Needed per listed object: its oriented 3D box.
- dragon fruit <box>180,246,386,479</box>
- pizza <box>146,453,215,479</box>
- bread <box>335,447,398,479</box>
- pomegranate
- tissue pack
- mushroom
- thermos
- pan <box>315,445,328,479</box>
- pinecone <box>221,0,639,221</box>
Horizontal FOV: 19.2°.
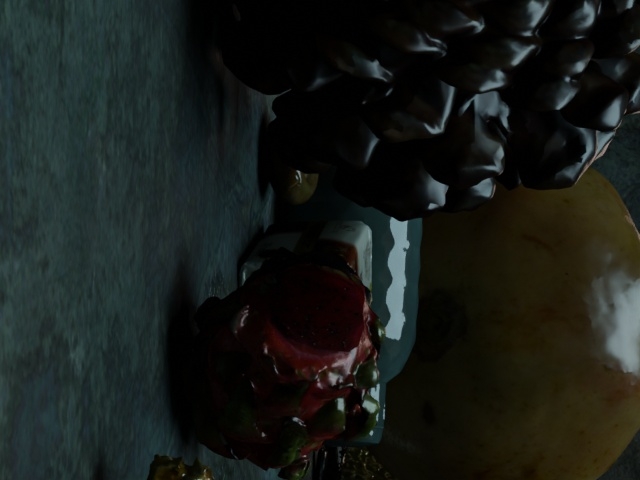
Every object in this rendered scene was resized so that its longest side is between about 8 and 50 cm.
[{"bbox_3d":[-0.028,0.102,1.483,0.160,0.166,0.172,55,-39,16],"label":"dragon fruit"},{"bbox_3d":[-0.101,0.251,1.227,0.335,0.086,0.226,11,75,-84],"label":"pizza"},{"bbox_3d":[0.079,0.301,2.292,0.260,0.134,0.129,-76,175,-70],"label":"bread"},{"bbox_3d":[0.204,0.105,2.131,0.411,0.411,0.411,1,90,-82],"label":"pomegranate"},{"bbox_3d":[-0.012,0.042,1.762,0.149,0.106,0.099,-65,155,-73],"label":"tissue pack"},{"bbox_3d":[-0.012,-0.099,1.827,0.129,0.073,0.088,-55,153,-1],"label":"mushroom"},{"bbox_3d":[0.022,0.067,1.938,0.182,0.145,0.287,167,-72,-70],"label":"thermos"},{"bbox_3d":[0.010,0.209,2.213,0.136,0.028,0.235,45,47,-77],"label":"pan"},{"bbox_3d":[0.094,-0.198,1.595,0.398,0.397,0.398,1,90,-82],"label":"pinecone"}]
